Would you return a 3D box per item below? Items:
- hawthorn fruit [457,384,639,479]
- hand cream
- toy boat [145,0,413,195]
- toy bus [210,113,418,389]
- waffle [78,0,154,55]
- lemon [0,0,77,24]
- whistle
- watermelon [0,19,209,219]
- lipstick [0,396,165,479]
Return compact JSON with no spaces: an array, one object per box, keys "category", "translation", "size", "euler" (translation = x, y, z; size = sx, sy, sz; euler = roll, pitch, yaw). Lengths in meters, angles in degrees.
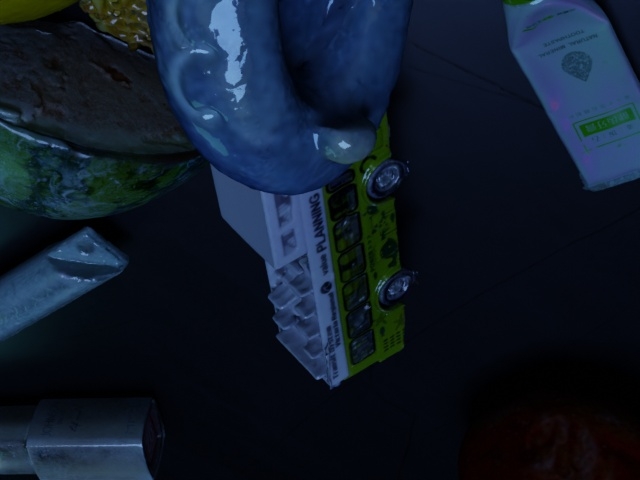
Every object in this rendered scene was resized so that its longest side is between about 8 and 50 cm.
[{"category":"hawthorn fruit","translation":[0.256,0.291,1.305],"size":[0.230,0.266,0.210],"euler":[-4,150,15]},{"category":"hand cream","translation":[0.214,-0.140,1.067],"size":[0.079,0.050,0.275],"euler":[4,144,41]},{"category":"toy boat","translation":[-0.006,-0.182,0.878],"size":[0.123,0.215,0.329],"euler":[25,117,37]},{"category":"toy bus","translation":[0.000,0.000,1.128],"size":[0.139,0.113,0.301],"euler":[-30,138,-20]},{"category":"waffle","translation":[-0.106,-0.176,1.010],"size":[0.191,0.038,0.191],"euler":[16,167,4]},{"category":"lemon","translation":[-0.234,-0.252,0.866],"size":[0.240,0.240,0.219],"euler":[30,113,-19]},{"category":"whistle","translation":[-0.324,0.069,1.298],"size":[0.312,0.062,0.062],"euler":[-29,123,28]},{"category":"watermelon","translation":[-0.215,-0.105,1.085],"size":[0.305,0.180,0.224],"euler":[21,175,-17]},{"category":"lipstick","translation":[-0.307,0.222,1.421],"size":[0.253,0.079,0.077],"euler":[-2,131,7]}]
